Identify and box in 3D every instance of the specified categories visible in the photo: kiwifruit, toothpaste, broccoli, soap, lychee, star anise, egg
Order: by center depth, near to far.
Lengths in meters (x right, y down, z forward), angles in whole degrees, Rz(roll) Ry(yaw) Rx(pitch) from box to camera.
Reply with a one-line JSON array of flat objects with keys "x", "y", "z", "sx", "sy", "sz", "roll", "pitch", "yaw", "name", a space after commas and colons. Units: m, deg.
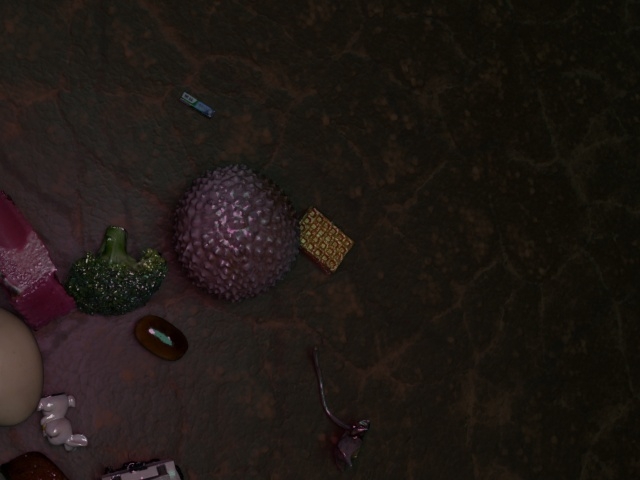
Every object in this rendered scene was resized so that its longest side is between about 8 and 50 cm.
[{"x": -0.635, "y": 0.242, "z": 1.592, "sx": 0.188, "sy": 0.188, "sz": 0.253, "roll": -28, "pitch": 98, "yaw": -23, "name": "egg"}, {"x": -0.609, "y": 0.020, "z": 1.629, "sx": 0.112, "sy": 0.182, "sz": 0.289, "roll": -31, "pitch": 58, "yaw": -19, "name": "soap"}, {"x": -0.429, "y": 0.053, "z": 1.730, "sx": 0.220, "sy": 0.194, "sz": 0.194, "roll": -8, "pitch": 86, "yaw": 1, "name": "broccoli"}, {"x": -0.177, "y": -0.017, "z": 1.770, "sx": 0.300, "sy": 0.300, "sz": 0.300, "roll": 3, "pitch": 82, "yaw": -22, "name": "lychee"}, {"x": -0.344, "y": 0.210, "z": 1.779, "sx": 0.124, "sy": 0.075, "sz": 0.075, "roll": 36, "pitch": 72, "yaw": -19, "name": "kiwifruit"}, {"x": -0.283, "y": -0.310, "z": 1.897, "sx": 0.083, "sy": 0.017, "sz": 0.020, "roll": 31, "pitch": 74, "yaw": -16, "name": "toothpaste"}, {"x": 0.019, "y": 0.397, "z": 1.899, "sx": 0.227, "sy": 0.148, "sz": 0.218, "roll": 35, "pitch": 106, "yaw": 13, "name": "star anise"}]

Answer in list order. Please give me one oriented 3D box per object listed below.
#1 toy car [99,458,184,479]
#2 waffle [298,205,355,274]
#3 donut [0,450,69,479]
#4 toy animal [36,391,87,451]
[{"x": -0.356, "y": 0.605, "z": 1.705, "sx": 0.193, "sy": 0.118, "sz": 0.301, "roll": -7, "pitch": 87, "yaw": -25, "name": "toy car"}, {"x": 0.000, "y": 0.000, "z": 1.961, "sx": 0.148, "sy": 0.042, "sz": 0.102, "roll": 41, "pitch": 72, "yaw": -13, "name": "waffle"}, {"x": -0.531, "y": 0.513, "z": 1.641, "sx": 0.085, "sy": 0.141, "sz": 0.217, "roll": -40, "pitch": 103, "yaw": -29, "name": "donut"}, {"x": -0.536, "y": 0.373, "z": 1.682, "sx": 0.085, "sy": 0.071, "sz": 0.124, "roll": -4, "pitch": 76, "yaw": -41, "name": "toy animal"}]
